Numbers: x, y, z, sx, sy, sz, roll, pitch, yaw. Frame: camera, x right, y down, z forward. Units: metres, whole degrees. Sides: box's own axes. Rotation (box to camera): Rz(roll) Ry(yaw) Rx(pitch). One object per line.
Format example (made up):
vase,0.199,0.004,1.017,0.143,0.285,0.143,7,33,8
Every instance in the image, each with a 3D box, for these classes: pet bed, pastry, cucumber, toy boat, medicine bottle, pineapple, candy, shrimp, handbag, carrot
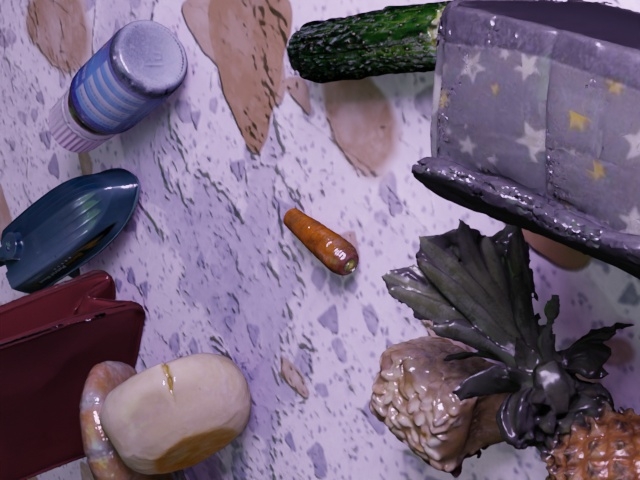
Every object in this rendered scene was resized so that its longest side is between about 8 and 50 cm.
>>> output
pet bed,0.179,-0.052,0.741,0.211,0.183,0.159,24,116,42
pastry,-0.147,0.176,1.250,0.092,0.156,0.156,58,141,24
cucumber,0.045,-0.157,0.964,0.187,0.058,0.058,4,107,50
toy boat,-0.284,-0.016,1.417,0.246,0.103,0.093,-30,66,38
medicine bottle,-0.217,-0.153,1.272,0.203,0.083,0.083,-30,80,52
pineapple,0.162,0.111,0.871,0.277,0.119,0.130,58,133,20
candy,0.099,0.128,0.977,0.110,0.095,0.085,38,135,43
shrimp,-0.180,0.274,1.375,0.077,0.168,0.317,-19,109,18
handbag,-0.342,0.175,1.398,0.084,0.275,0.260,44,136,29
carrot,0.000,0.000,1.105,0.093,0.032,0.032,41,133,41
